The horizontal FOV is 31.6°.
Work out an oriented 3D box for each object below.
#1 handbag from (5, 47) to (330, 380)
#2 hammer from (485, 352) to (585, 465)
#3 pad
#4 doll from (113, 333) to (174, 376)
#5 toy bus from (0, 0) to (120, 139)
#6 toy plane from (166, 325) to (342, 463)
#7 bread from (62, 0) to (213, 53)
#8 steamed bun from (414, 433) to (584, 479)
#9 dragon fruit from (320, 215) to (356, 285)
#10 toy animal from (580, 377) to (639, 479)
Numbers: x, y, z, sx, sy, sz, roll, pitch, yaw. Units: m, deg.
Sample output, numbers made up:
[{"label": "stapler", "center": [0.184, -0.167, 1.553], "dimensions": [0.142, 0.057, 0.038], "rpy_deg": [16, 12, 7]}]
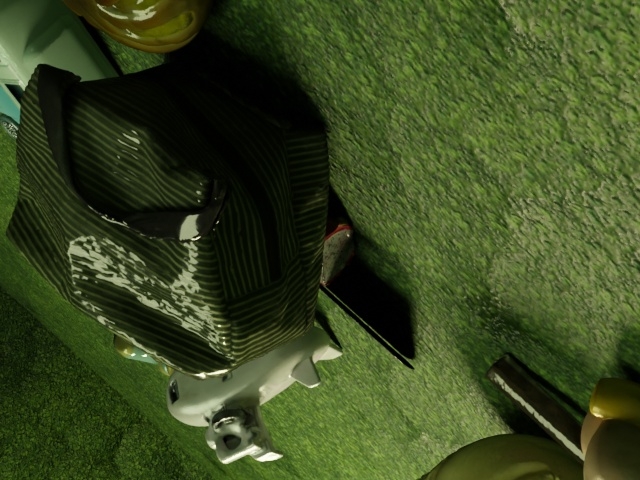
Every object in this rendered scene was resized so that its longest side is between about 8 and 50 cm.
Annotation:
[{"label": "handbag", "center": [-0.149, -0.042, 1.128], "dimensions": [0.340, 0.247, 0.240], "rpy_deg": [34, 125, 29]}, {"label": "hammer", "center": [0.274, 0.215, 1.088], "dimensions": [0.297, 0.027, 0.125], "rpy_deg": [44, 124, 22]}, {"label": "pad", "center": [0.006, 0.060, 1.315], "dimensions": [0.267, 0.004, 0.181], "rpy_deg": [42, 180, 11]}, {"label": "doll", "center": [-0.182, 0.149, 1.716], "dimensions": [0.161, 0.177, 0.260], "rpy_deg": [18, -175, -41]}, {"label": "toy bus", "center": [-0.347, -0.224, 1.369], "dimensions": [0.164, 0.133, 0.271], "rpy_deg": [17, 149, 45]}, {"label": "toy plane", "center": [-0.098, 0.179, 1.528], "dimensions": [0.252, 0.252, 0.118], "rpy_deg": [31, 175, 36]}, {"label": "bread", "center": [-0.192, -0.256, 1.032], "dimensions": [0.213, 0.105, 0.213], "rpy_deg": [38, 162, 15]}, {"label": "steamed bun", "center": [0.235, 0.316, 1.212], "dimensions": [0.273, 0.166, 0.232], "rpy_deg": [47, 168, 16]}, {"label": "dragon fruit", "center": [0.000, 0.000, 1.219], "dimensions": [0.060, 0.056, 0.083], "rpy_deg": [31, 152, 31]}, {"label": "toy animal", "center": [0.264, 0.182, 0.974], "dimensions": [0.091, 0.114, 0.082], "rpy_deg": [15, 148, -6]}]
